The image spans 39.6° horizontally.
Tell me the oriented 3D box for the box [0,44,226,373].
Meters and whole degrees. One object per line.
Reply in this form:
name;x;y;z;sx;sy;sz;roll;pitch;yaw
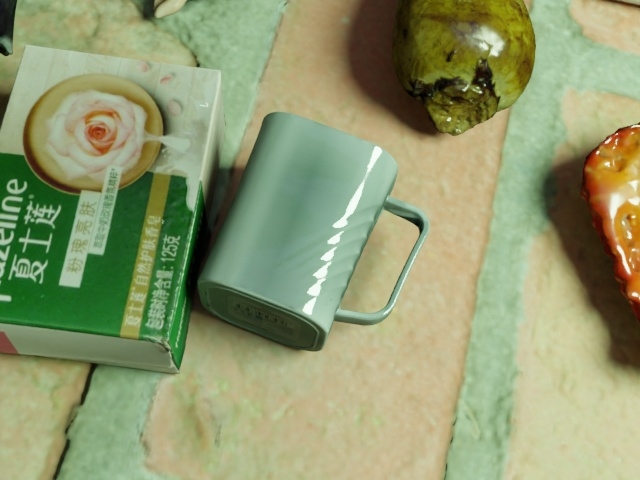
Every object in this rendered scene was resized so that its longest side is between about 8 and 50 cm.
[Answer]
box;-0.143;-0.021;0.584;0.135;0.081;0.199;7;65;-1

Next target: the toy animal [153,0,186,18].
toy animal;-0.098;-0.245;0.687;0.084;0.089;0.150;-14;71;14

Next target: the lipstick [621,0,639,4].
lipstick;0.213;-0.221;0.715;0.141;0.040;0.040;14;67;3

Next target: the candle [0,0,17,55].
candle;-0.369;-0.113;0.531;0.221;0.221;0.342;39;73;12

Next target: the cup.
cup;0.000;0.000;0.578;0.128;0.095;0.129;21;70;2

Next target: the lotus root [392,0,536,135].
lotus root;0.099;-0.176;0.662;0.108;0.094;0.190;17;56;-35

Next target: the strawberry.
strawberry;0.245;0.004;0.610;0.121;0.082;0.188;-5;76;15
